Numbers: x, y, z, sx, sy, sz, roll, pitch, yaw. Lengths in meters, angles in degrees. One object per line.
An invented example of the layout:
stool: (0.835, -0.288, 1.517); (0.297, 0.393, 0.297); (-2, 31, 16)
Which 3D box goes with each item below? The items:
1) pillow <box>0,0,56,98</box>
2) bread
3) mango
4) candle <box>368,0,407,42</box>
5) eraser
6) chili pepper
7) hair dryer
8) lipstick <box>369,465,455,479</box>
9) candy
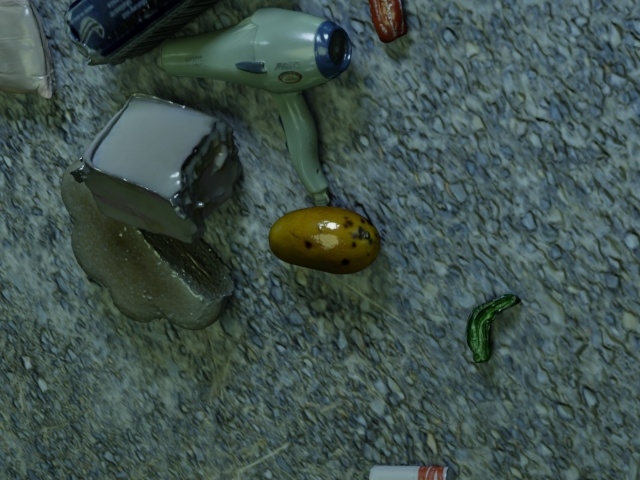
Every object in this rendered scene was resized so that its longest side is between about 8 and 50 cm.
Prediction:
pillow: (-0.550, -0.307, 1.616); (0.270, 0.067, 0.173); (-1, 103, 25)
bread: (-0.297, 0.021, 1.601); (0.337, 0.102, 0.183); (47, 121, 3)
mango: (0.000, -0.001, 1.453); (0.178, 0.090, 0.115); (8, 155, 27)
candle: (0.058, -0.421, 1.302); (0.051, 0.048, 0.329); (-4, 108, 40)
eraser: (-0.201, -0.361, 1.380); (0.332, 0.155, 0.101); (-29, 94, 30)
chili pepper: (0.237, 0.118, 1.429); (0.055, 0.035, 0.118); (24, 108, 1)
hair dryer: (-0.101, -0.207, 1.439); (0.296, 0.119, 0.298); (24, 130, 22)
lipstick: (0.142, 0.371, 1.563); (0.130, 0.038, 0.038); (-5, 107, 27)
candy: (-0.234, -0.102, 1.464); (0.195, 0.185, 0.137); (18, 146, 16)
